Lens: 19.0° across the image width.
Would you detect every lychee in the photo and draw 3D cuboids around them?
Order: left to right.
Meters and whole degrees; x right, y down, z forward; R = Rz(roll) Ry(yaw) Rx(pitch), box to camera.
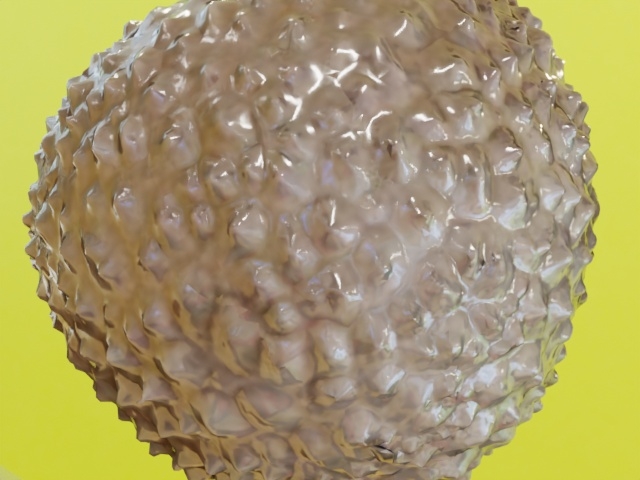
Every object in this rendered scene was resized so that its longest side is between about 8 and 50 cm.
[{"bbox_3d":[0.000,0.000,0.953,0.300,0.300,0.300,30,0,0],"label":"lychee"}]

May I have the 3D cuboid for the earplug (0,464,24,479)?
[{"bbox_3d":[-0.300,0.262,1.211,0.312,0.313,0.394,30,-13,37],"label":"earplug"}]
